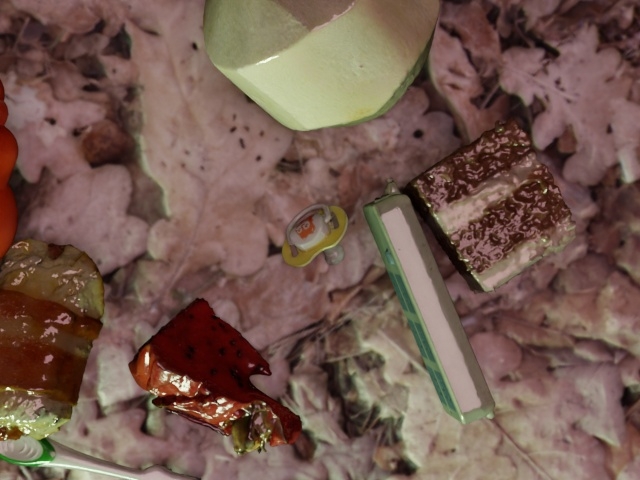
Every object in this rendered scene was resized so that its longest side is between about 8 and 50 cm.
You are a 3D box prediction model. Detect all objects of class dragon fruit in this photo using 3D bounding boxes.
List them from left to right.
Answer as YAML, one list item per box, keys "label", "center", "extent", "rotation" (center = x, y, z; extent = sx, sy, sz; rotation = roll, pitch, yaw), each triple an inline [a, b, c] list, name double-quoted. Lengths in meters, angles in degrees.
- label: "dragon fruit"
  center: [-0.107, 0.159, 1.684]
  extent: [0.192, 0.122, 0.092]
  rotation: [34, 127, -8]

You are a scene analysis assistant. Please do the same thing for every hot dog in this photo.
- label: "hot dog"
  center: [-0.295, 0.103, 1.643]
  extent: [0.146, 0.103, 0.213]
  rotation: [20, 79, 16]

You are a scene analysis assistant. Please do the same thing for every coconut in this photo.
- label: "coconut"
  center: [-0.004, -0.233, 1.589]
  extent: [0.241, 0.241, 0.241]
  rotation: [0, 90, -5]

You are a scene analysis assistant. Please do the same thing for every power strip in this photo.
- label: "power strip"
  center: [0.111, 0.066, 1.664]
  extent: [0.046, 0.118, 0.270]
  rotation: [-22, 92, -2]

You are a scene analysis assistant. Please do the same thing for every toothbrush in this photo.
- label: "toothbrush"
  center: [-0.325, 0.210, 1.666]
  extent: [0.418, 0.040, 0.042]
  rotation: [14, 91, -5]

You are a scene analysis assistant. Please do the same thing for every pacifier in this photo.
- label: "pacifier"
  center: [0.000, 0.000, 1.694]
  extent: [0.083, 0.068, 0.064]
  rotation: [-35, 128, 13]

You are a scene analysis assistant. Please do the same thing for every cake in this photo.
- label: "cake"
  center: [0.178, -0.031, 1.663]
  extent: [0.135, 0.134, 0.147]
  rotation: [-31, 87, -2]

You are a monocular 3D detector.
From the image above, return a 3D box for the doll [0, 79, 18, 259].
- label: "doll"
  center: [-0.376, -0.032, 1.608]
  extent: [0.130, 0.161, 0.290]
  rotation: [10, 108, -48]
